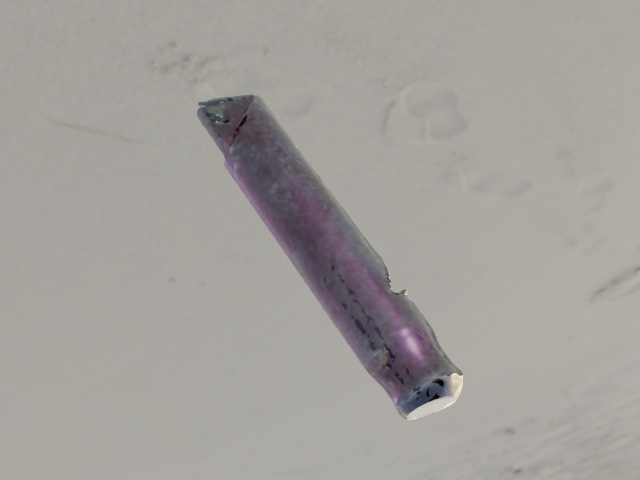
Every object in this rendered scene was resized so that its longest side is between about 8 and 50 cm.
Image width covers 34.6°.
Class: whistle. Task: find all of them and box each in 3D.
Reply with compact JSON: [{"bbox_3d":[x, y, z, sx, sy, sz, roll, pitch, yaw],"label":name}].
[{"bbox_3d":[0.000,0.000,0.435,0.033,0.176,0.033,-27,153,-15],"label":"whistle"}]
